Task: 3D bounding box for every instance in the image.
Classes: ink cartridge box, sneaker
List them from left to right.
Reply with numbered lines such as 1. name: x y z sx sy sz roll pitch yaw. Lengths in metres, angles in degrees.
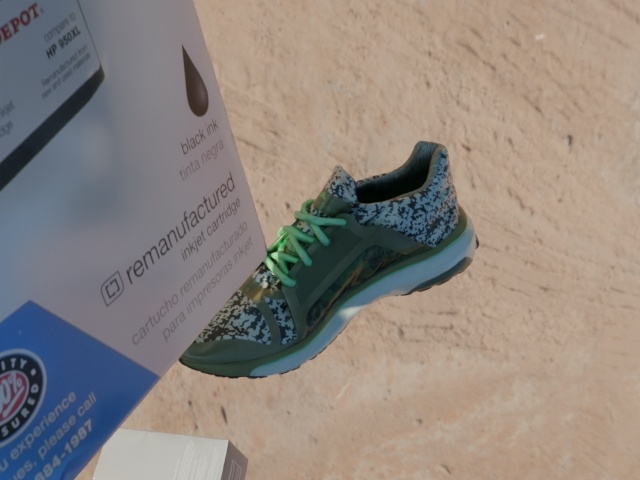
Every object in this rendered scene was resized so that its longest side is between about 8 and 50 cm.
1. ink cartridge box: -0.200 -0.090 0.311 0.285 0.166 0.394 -53 136 -50
2. sneaker: 0.000 0.000 0.778 0.410 0.158 0.182 -28 128 -22

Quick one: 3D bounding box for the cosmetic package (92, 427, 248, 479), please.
1. cosmetic package: -0.262 0.405 1.206 0.238 0.107 0.127 -2 147 15
